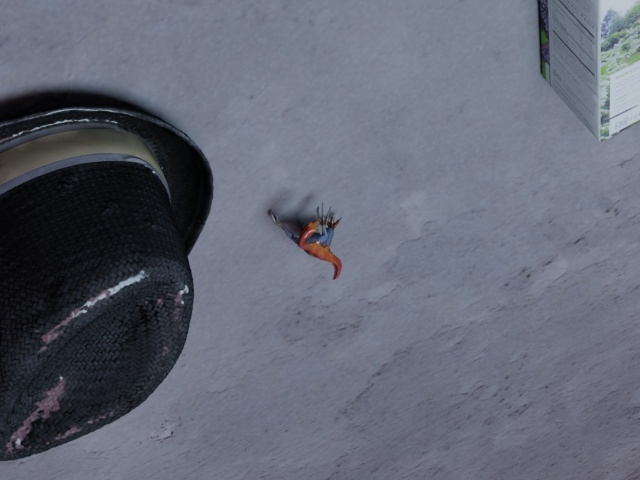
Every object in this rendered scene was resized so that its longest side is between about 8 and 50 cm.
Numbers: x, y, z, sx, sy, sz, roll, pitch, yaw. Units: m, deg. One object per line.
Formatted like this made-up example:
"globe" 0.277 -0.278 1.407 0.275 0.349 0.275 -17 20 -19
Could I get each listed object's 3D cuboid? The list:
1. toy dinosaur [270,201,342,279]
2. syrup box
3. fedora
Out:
"toy dinosaur" 0.000 0.000 1.470 0.047 0.090 0.082 -32 -169 16
"syrup box" 0.243 -0.201 1.390 0.093 0.096 0.237 -27 144 -10
"fedora" -0.210 0.056 1.305 0.334 0.152 0.334 -20 143 -16
